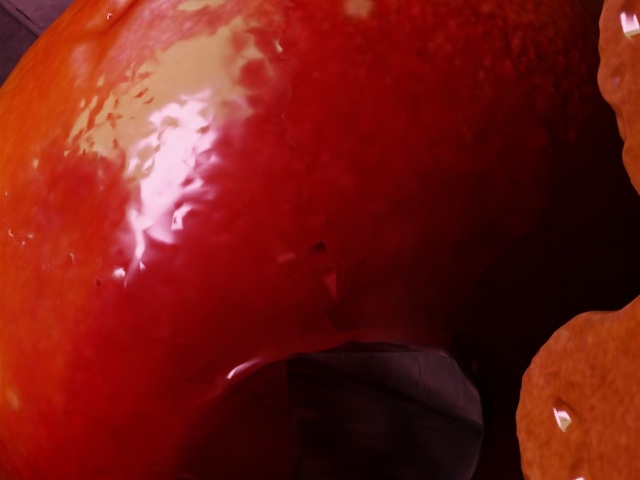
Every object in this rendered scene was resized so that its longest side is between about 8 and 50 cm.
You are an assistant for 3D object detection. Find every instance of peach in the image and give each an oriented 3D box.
[{"bbox_3d":[-0.007,0.016,0.880,0.406,0.335,0.310,-42,24,7],"label":"peach"}]

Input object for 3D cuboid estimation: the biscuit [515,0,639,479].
[{"bbox_3d":[0.154,0.029,0.648,0.262,0.052,0.277,59,135,43],"label":"biscuit"}]
